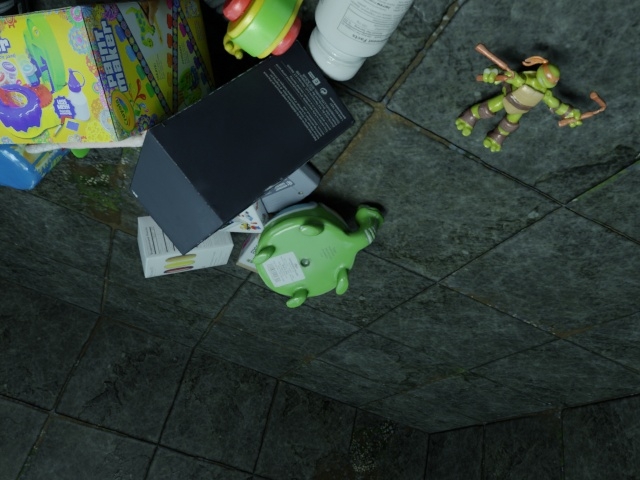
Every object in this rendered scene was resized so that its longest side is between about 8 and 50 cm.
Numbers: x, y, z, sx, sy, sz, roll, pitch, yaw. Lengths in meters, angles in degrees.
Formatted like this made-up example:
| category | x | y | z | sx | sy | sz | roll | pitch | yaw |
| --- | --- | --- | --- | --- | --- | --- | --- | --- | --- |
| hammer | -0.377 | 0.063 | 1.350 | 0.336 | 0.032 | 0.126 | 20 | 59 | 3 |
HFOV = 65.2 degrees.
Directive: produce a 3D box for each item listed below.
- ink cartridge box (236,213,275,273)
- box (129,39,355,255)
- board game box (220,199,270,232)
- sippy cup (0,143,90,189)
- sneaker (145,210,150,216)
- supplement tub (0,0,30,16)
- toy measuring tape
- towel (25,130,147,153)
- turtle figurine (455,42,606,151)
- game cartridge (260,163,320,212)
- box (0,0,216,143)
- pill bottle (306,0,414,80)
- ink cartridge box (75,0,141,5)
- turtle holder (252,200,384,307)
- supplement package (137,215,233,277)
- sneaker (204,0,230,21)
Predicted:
| category | x | y | z | sx | sy | sz | roll | pitch | yaw |
| --- | --- | --- | --- | --- | --- | --- | --- | --- | --- |
| ink cartridge box | -0.131 | 0.034 | 1.540 | 0.193 | 0.088 | 0.234 | 24 | 147 | -15 |
| box | -0.162 | -0.152 | 0.935 | 0.179 | 0.312 | 0.343 | 53 | 155 | -7 |
| board game box | -0.266 | -0.128 | 1.284 | 0.192 | 0.053 | 0.305 | 3 | 146 | 17 |
| sippy cup | -0.722 | -0.255 | 1.218 | 0.305 | 0.224 | 0.240 | -17 | 136 | 39 |
| sneaker | -0.459 | -0.132 | 1.425 | 0.102 | 0.111 | 0.252 | -15 | 174 | -20 |
| supplement tub | -0.643 | -0.452 | 0.914 | 0.193 | 0.194 | 0.316 | 22 | 147 | -10 |
| toy measuring tape | -0.048 | -0.360 | 0.722 | 0.121 | 0.122 | 0.330 | 35 | 142 | -28 |
| towel | -0.365 | -0.242 | 1.014 | 0.316 | 0.332 | 0.054 | 1 | 115 | 22 |
| turtle figurine | 0.344 | -0.259 | 0.899 | 0.269 | 0.087 | 0.217 | 16 | 156 | -17 |
| game cartridge | -0.151 | -0.155 | 1.294 | 0.294 | 0.060 | 0.196 | -16 | 133 | 40 |
| box | -0.373 | -0.279 | 0.804 | 0.289 | 0.279 | 0.177 | 4 | 117 | 20 |
| pill bottle | 0.065 | -0.372 | 0.799 | 0.131 | 0.131 | 0.229 | 24 | 147 | -13 |
| ink cartridge box | -0.347 | -0.422 | 0.947 | 0.174 | 0.072 | 0.127 | 6 | 145 | 15 |
| turtle holder | -0.018 | -0.007 | 1.299 | 0.243 | 0.227 | 0.320 | 35 | 115 | -18 |
| supplement package | -0.397 | 0.004 | 1.461 | 0.243 | 0.134 | 0.139 | -10 | 157 | -24 |
| sneaker | -0.107 | -0.455 | 0.780 | 0.295 | 0.105 | 0.146 | -13 | 140 | 46 |
